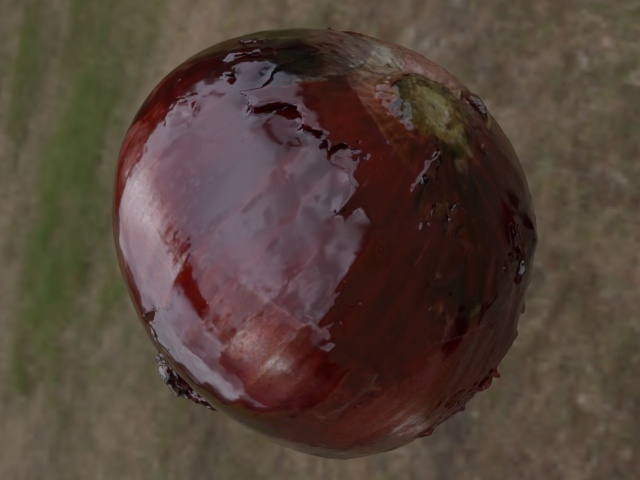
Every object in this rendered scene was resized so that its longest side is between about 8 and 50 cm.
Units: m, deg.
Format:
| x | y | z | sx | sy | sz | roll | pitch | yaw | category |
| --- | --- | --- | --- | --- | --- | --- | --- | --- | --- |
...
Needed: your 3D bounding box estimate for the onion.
| x | y | z | sx | sy | sz | roll | pitch | yaw | category |
| --- | --- | --- | --- | --- | --- | --- | --- | --- | --- |
| 0.000 | 0.000 | 0.501 | 0.131 | 0.131 | 0.131 | -26 | 61 | 60 | onion |
